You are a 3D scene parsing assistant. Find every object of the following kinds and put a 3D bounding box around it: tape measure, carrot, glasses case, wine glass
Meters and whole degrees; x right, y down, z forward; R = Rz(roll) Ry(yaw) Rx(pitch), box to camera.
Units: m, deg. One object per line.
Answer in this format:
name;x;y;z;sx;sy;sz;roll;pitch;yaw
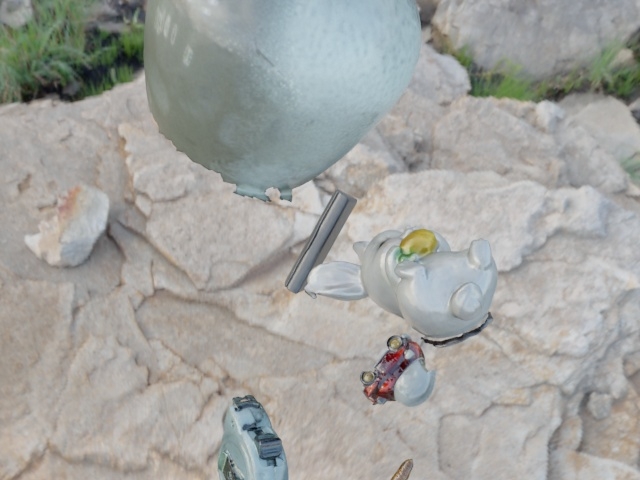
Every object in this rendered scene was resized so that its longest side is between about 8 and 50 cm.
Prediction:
tape measure;-0.129;0.422;1.303;0.084;0.330;0.164;0;27;-26
carrot;0.106;0.425;1.325;0.036;0.035;0.165;27;87;6
glasses case;-0.001;0.001;1.416;0.042;0.072;0.190;30;101;6
wine glass;-0.006;-0.204;0.640;0.238;0.323;0.238;18;40;-16

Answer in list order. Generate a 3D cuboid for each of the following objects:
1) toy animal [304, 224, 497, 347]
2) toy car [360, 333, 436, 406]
toy animal;0.136;0.061;1.256;0.208;0.325;0.154;-28;106;-42
toy car;0.151;0.255;1.494;0.139;0.112;0.112;-46;58;-10
